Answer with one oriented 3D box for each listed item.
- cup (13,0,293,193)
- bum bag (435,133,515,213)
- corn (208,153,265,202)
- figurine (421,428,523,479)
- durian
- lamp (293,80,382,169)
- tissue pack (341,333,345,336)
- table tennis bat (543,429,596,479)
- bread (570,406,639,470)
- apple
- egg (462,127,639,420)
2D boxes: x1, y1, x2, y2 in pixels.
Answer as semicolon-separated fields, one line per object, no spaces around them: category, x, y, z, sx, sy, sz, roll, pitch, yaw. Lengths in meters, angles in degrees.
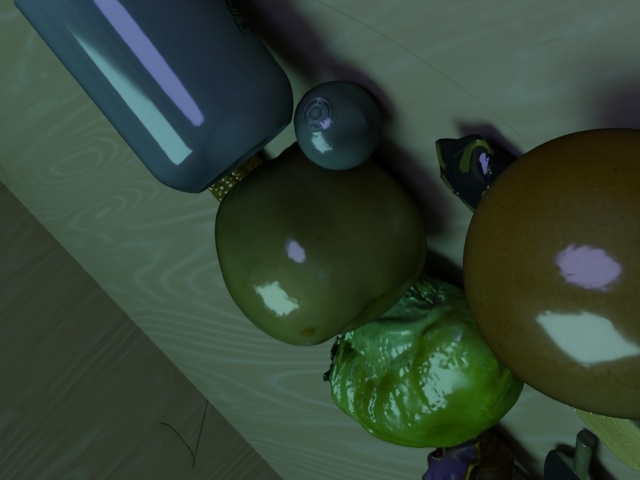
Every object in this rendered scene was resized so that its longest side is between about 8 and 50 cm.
cup;-0.182;-0.220;1.688;0.312;0.205;0.205;52;162;-1
bum bag;0.213;-0.035;1.547;0.232;0.060;0.106;40;153;9
corn;-0.159;-0.138;2.078;0.313;0.102;0.102;45;162;-11
figurine;0.267;0.394;2.244;0.263;0.142;0.189;46;-158;-14
durian;0.137;0.162;1.930;0.340;0.204;0.255;24;141;46
lamp;0.019;-0.133;1.676;0.105;0.105;0.105;39;162;16
tissue pack;0.057;0.097;2.123;0.074;0.094;0.059;47;161;-11
table tennis bat;0.365;0.343;2.056;0.138;0.022;0.246;46;157;33
bread;0.353;0.189;1.725;0.188;0.068;0.125;47;162;-4
apple;0.000;0.000;1.784;0.262;0.262;0.262;39;162;16
egg;0.274;0.032;1.255;0.322;0.250;0.250;17;149;40
